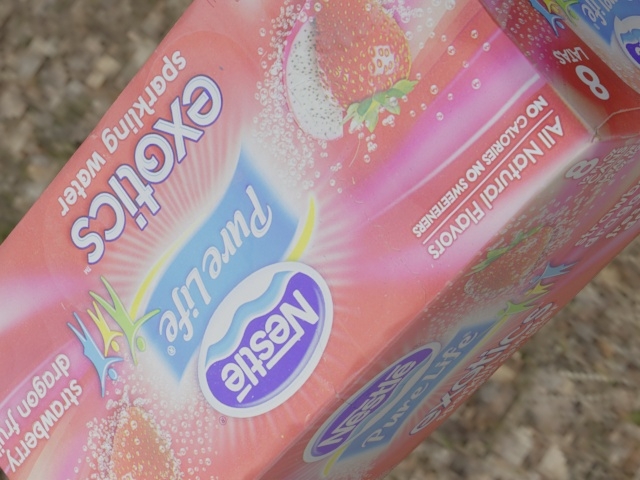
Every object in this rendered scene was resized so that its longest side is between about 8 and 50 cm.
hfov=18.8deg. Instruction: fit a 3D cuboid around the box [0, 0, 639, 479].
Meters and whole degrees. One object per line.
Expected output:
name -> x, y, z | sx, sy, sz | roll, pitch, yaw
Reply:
box -> 0.000, 0.000, 0.757 | 0.300, 0.142, 0.154 | -47, 70, 31
